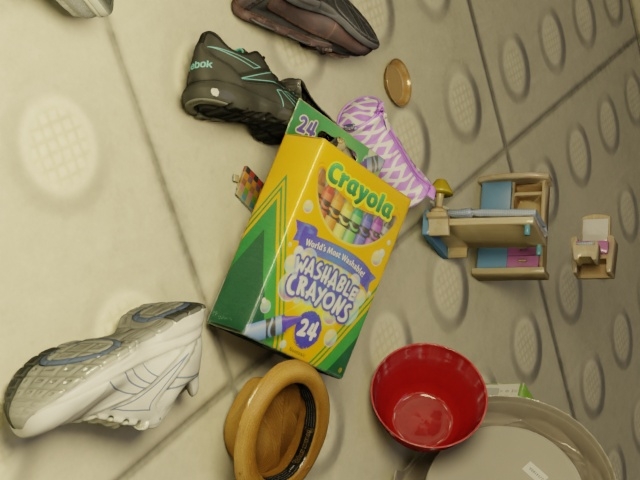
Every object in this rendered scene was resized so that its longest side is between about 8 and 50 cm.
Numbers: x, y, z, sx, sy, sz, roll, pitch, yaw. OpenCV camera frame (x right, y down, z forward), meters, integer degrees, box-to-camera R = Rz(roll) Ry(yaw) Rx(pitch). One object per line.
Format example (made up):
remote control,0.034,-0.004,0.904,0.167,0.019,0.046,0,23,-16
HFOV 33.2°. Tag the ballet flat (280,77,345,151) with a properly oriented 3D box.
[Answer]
ballet flat,-0.009,-0.179,1.589,0.173,0.049,0.057,40,54,-45

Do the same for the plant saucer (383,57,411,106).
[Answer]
plant saucer,0.129,-0.269,1.833,0.083,0.015,0.083,12,75,-55

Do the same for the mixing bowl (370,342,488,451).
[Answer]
mixing bowl,0.165,0.264,1.694,0.098,0.181,0.181,94,14,-54

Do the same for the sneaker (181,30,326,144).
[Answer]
sneaker,-0.077,-0.200,1.451,0.267,0.101,0.106,17,67,-54

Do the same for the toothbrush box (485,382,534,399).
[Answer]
toothbrush box,0.344,0.421,1.944,0.283,0.122,0.206,57,43,-36

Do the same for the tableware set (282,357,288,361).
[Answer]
tableware set,-0.049,0.091,1.516,0.104,0.024,0.154,55,45,-30

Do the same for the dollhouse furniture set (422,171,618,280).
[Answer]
dollhouse furniture set,0.356,-0.066,1.891,0.303,0.286,0.198,39,53,-60

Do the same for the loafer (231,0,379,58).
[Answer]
loafer,-0.021,-0.331,1.584,0.302,0.095,0.109,16,41,-58

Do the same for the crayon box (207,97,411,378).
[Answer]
crayon box,0.000,0.000,1.436,0.203,0.083,0.323,30,77,-44

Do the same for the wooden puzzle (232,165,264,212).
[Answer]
wooden puzzle,-0.096,-0.069,1.483,0.083,0.006,0.049,48,48,-41

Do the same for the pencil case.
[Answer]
pencil case,0.104,-0.140,1.714,0.206,0.088,0.086,54,37,-38

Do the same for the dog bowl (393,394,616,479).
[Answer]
dog bowl,0.288,0.417,1.690,0.102,0.348,0.349,83,24,-50

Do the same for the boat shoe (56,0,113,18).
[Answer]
boat shoe,-0.331,-0.350,1.124,0.320,0.103,0.118,47,29,-48

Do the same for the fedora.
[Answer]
fedora,-0.069,0.242,1.398,0.194,0.079,0.194,-20,117,-47

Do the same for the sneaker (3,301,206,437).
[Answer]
sneaker,-0.219,0.160,1.188,0.297,0.111,0.129,-23,109,-53
